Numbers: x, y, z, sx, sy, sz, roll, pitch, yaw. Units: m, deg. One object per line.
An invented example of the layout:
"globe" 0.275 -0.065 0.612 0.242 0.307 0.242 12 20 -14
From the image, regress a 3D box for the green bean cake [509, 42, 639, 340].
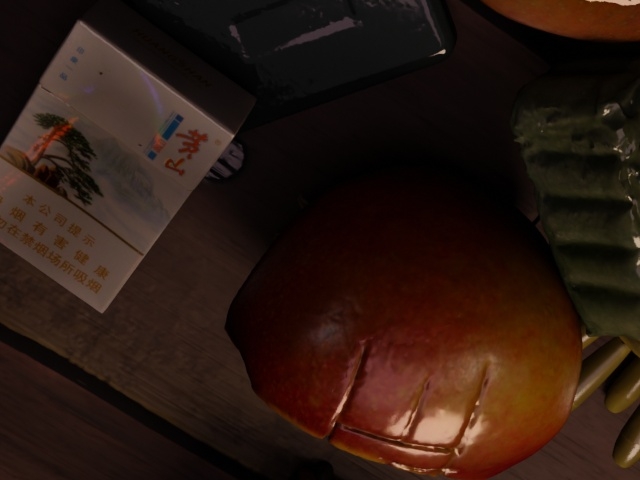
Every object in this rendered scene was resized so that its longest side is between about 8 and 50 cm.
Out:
"green bean cake" 0.270 -0.052 1.096 0.125 0.222 0.227 10 126 49

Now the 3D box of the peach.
"peach" 0.064 0.060 1.147 0.274 0.248 0.245 10 81 -24

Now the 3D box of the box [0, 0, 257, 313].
"box" -0.174 -0.066 1.162 0.149 0.067 0.233 34 126 -9

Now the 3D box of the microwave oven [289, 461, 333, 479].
"microwave oven" -0.010 0.370 1.339 0.188 0.178 0.247 28 115 -11

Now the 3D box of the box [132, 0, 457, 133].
"box" -0.021 -0.180 1.136 0.230 0.050 0.160 -18 115 13

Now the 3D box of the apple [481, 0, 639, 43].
"apple" 0.201 -0.238 1.020 0.234 0.173 0.210 22 77 0

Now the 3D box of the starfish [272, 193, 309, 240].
"starfish" 0.000 0.000 1.238 0.078 0.028 0.091 -18 118 5

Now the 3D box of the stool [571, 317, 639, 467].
"stool" 0.256 0.111 1.236 0.135 0.134 0.110 2 132 -50
